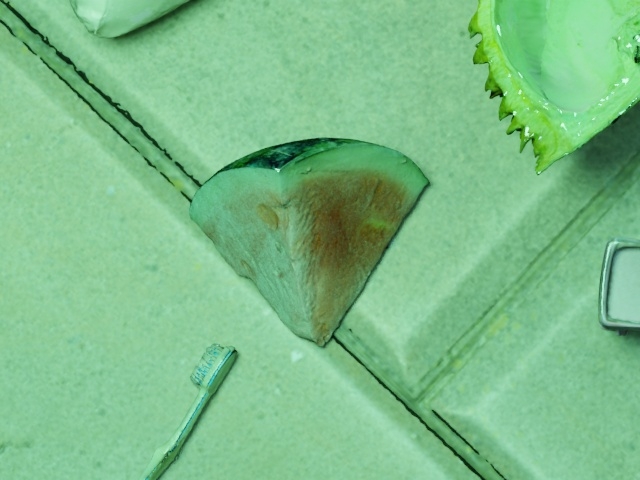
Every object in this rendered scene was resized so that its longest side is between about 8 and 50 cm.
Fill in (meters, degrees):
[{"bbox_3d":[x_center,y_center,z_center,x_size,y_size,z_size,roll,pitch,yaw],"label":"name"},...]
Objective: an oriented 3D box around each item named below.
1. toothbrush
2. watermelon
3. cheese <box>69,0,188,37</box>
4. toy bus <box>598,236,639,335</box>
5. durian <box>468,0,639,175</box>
[{"bbox_3d":[-0.162,0.220,1.420,0.028,0.026,0.294,29,85,25],"label":"toothbrush"},{"bbox_3d":[-0.005,-0.022,1.433,0.207,0.136,0.202,-4,123,-23],"label":"watermelon"},{"bbox_3d":[-0.174,-0.308,1.422,0.198,0.154,0.189,-34,77,-1],"label":"cheese"},{"bbox_3d":[0.380,0.057,1.364,0.274,0.112,0.090,8,84,4],"label":"toy bus"},{"bbox_3d":[0.258,-0.250,1.343,0.163,0.198,0.394,33,97,-14],"label":"durian"}]
